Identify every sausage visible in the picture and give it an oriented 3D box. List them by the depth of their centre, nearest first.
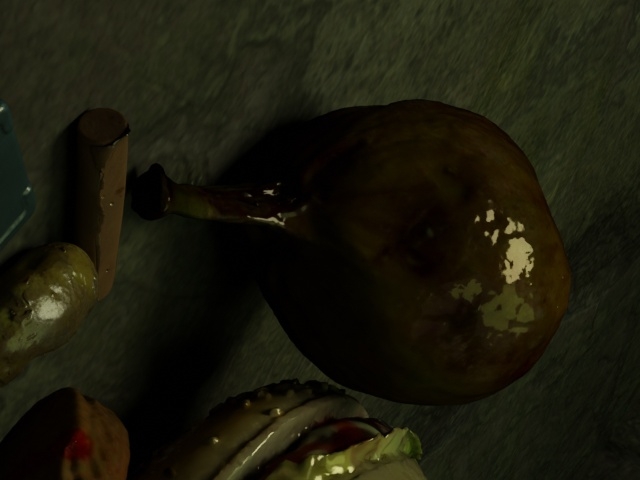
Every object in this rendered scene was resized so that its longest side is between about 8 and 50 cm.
[{"bbox_3d":[-0.108,-0.014,0.871,0.026,0.026,0.116,-44,157,-40],"label":"sausage"}]

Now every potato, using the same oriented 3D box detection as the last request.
[{"bbox_3d":[-0.136,0.033,0.840,0.092,0.045,0.046,-42,-169,-38],"label":"potato"}]

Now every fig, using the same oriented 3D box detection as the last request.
[{"bbox_3d":[0.028,-0.017,1.021,0.190,0.191,0.290,-57,145,-10],"label":"fig"}]

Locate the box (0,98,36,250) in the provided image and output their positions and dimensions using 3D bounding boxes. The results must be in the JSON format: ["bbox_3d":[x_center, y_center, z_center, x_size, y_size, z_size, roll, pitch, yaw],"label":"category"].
[{"bbox_3d":[-0.151,-0.025,0.694,0.074,0.054,0.099,-50,160,-23],"label":"box"}]

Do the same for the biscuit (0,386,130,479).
[{"bbox_3d":[-0.182,0.215,0.814,0.262,0.052,0.277,-45,-154,25],"label":"biscuit"}]

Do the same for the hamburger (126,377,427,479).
[{"bbox_3d":[-0.052,0.214,1.104,0.300,0.176,0.300,-39,162,-15],"label":"hamburger"}]
